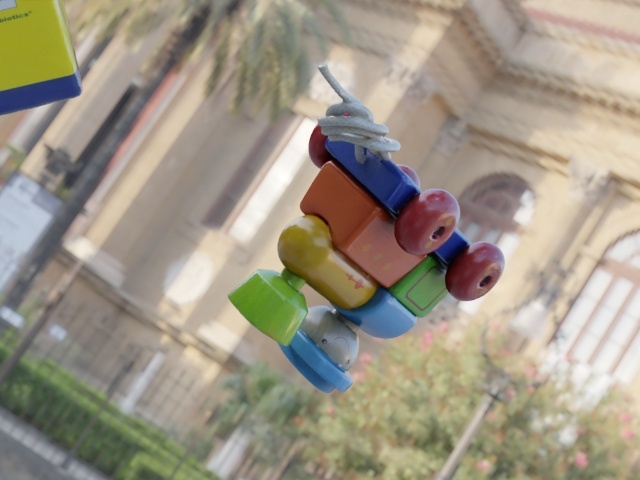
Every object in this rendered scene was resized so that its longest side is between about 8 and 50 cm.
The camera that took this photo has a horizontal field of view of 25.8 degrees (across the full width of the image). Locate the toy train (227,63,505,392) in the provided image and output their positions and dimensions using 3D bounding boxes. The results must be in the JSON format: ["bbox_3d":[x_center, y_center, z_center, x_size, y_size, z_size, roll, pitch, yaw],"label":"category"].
[{"bbox_3d":[0.000,0.000,0.818,0.105,0.143,0.248,45,3,32],"label":"toy train"}]

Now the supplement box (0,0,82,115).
[{"bbox_3d":[-0.308,-0.268,0.972,0.356,0.195,0.194,83,-10,-48],"label":"supplement box"}]
